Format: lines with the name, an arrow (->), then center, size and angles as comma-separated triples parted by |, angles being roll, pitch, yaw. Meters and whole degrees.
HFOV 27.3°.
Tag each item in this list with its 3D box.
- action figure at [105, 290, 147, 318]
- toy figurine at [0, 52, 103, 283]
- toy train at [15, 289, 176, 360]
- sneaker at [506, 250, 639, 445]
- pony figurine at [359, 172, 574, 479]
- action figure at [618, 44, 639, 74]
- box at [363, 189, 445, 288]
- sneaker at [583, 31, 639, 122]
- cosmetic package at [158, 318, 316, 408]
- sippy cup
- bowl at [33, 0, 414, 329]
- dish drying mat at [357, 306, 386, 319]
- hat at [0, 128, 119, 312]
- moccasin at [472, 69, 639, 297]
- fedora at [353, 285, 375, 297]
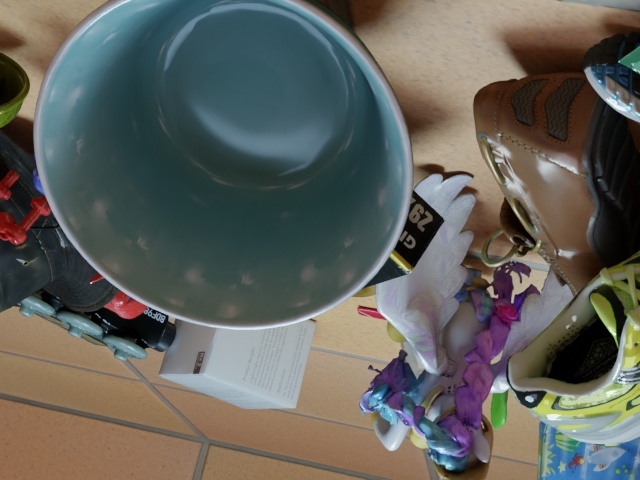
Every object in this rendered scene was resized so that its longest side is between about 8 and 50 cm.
action figure -> -0.206, 0.035, 1.892 | 0.280, 0.139, 0.091 | -11, 156, 4
toy figurine -> -0.266, -0.038, 1.368 | 0.362, 0.191, 0.217 | 24, 156, 24
toy train -> -0.387, 0.084, 2.075 | 0.334, 0.142, 0.190 | 31, 163, -33
sneaker -> 0.329, 0.055, 1.165 | 0.147, 0.145, 0.384 | 15, 126, -45
pony figurine -> 0.171, 0.120, 1.521 | 0.303, 0.351, 0.363 | 20, 180, -7
action figure -> 0.363, -0.118, 1.013 | 0.232, 0.063, 0.137 | 19, 153, -28
box -> -0.054, -0.048, 1.377 | 0.257, 0.079, 0.322 | 41, 155, -14
sneaker -> 0.290, -0.110, 1.084 | 0.191, 0.071, 0.083 | 20, 167, -18
cosmetic package -> -0.134, 0.177, 2.136 | 0.184, 0.151, 0.151 | 26, 159, -31
sippy cup -> 0.414, 0.277, 1.906 | 0.305, 0.224, 0.240 | 5, 160, 27
bowl -> -0.069, -0.096, 1.114 | 0.311, 0.163, 0.311 | 4, 119, 7
dish drying mat -> 0.098, 0.115, 2.003 | 0.083, 0.008, 0.032 | 11, 161, 10
hat -> -0.415, 0.002, 1.666 | 0.331, 0.134, 0.331 | 28, 148, 20
moccasin -> 0.228, -0.034, 1.246 | 0.147, 0.139, 0.380 | 12, 166, 27
fedora -> 0.000, 0.000, 1.612 | 0.194, 0.079, 0.194 | 21, 163, 7
